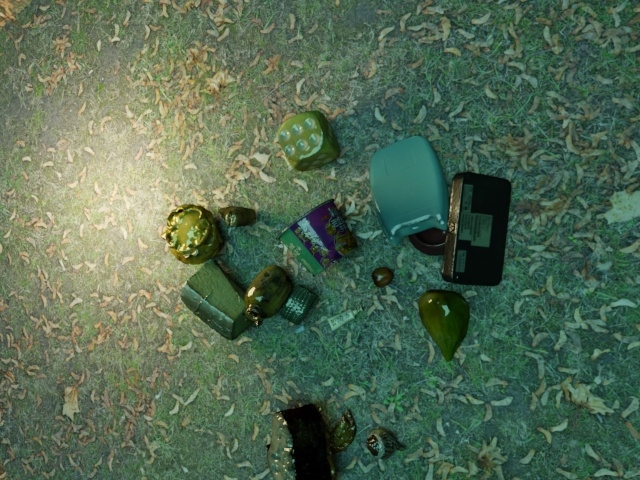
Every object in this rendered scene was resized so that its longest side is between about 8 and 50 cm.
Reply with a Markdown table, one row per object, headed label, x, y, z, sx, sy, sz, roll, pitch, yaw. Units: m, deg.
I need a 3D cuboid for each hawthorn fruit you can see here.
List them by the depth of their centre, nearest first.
| label | x | y | z | sx | sy | sz | roll | pitch | yaw |
| --- | --- | --- | --- | --- | --- | --- | --- | --- | --- |
| hawthorn fruit | 0.217 | 0.128 | 1.588 | 0.077 | 0.077 | 0.077 | 0 | 89 | 19 |

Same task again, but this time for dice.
| label | x | y | z | sx | sy | sz | roll | pitch | yaw |
| --- | --- | --- | --- | --- | --- | --- | --- | --- | --- |
| dice | -0.042 | -0.357 | 1.634 | 0.169 | 0.169 | 0.166 | -22 | 82 | 17 |

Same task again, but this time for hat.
| label | x | y | z | sx | sy | sz | roll | pitch | yaw |
| --- | --- | --- | --- | --- | --- | --- | --- | --- | --- |
| hat | 0.392 | -0.046 | 1.516 | 0.206 | 0.089 | 0.205 | -6 | 75 | 25 |

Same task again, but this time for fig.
| label | x | y | z | sx | sy | sz | roll | pitch | yaw |
| --- | --- | --- | --- | --- | --- | --- | --- | --- | --- |
| fig | 0.417 | 0.257 | 1.473 | 0.167 | 0.167 | 0.233 | -30 | 102 | 16 |

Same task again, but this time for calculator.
| label | x | y | z | sx | sy | sz | roll | pitch | yaw |
| --- | --- | --- | --- | --- | --- | --- | --- | --- | --- |
| calculator | 0.290 | -0.188 | 1.533 | 0.256 | 0.054 | 0.385 | -19 | 63 | 23 |

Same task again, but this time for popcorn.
| label | x | y | z | sx | sy | sz | roll | pitch | yaw |
| --- | --- | --- | --- | --- | --- | --- | --- | --- | --- |
| popcorn | -0.509 | -0.023 | 1.781 | 0.251 | 0.190 | 0.249 | -5 | 80 | 26 |

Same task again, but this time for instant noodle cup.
| label | x | y | z | sx | sy | sz | roll | pitch | yaw |
| --- | --- | --- | --- | --- | --- | --- | --- | --- | --- |
| instant noodle cup | 0.000 | 0.000 | 1.587 | 0.251 | 0.251 | 0.190 | -36 | 87 | 15 |

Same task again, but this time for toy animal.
| label | x | y | z | sx | sy | sz | roll | pitch | yaw |
| --- | --- | --- | --- | --- | --- | --- | --- | --- | --- |
| toy animal | 0.223 | 0.708 | 1.557 | 0.138 | 0.098 | 0.098 | 13 | 93 | 19 |

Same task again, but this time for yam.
| label | x | y | z | sx | sy | sz | roll | pitch | yaw |
| --- | --- | --- | --- | --- | --- | --- | --- | --- | --- |
| yam | -0.375 | 0.240 | 1.727 | 0.271 | 0.202 | 0.201 | 33 | 143 | 17 |

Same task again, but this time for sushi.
| label | x | y | z | sx | sy | sz | roll | pitch | yaw |
| --- | --- | --- | --- | --- | --- | --- | --- | --- | --- |
| sushi | -0.072 | 0.759 | 1.602 | 0.234 | 0.208 | 0.348 | -12 | 82 | 59 |

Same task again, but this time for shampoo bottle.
| label | x | y | z | sx | sy | sz | roll | pitch | yaw |
| --- | --- | --- | --- | --- | --- | --- | --- | --- | --- |
| shampoo bottle | 0.094 | 0.278 | 1.644 | 0.141 | 0.034 | 0.048 | -29 | 73 | 16 |

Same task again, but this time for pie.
| label | x | y | z | sx | sy | sz | roll | pitch | yaw |
| --- | --- | --- | --- | --- | --- | --- | --- | --- | --- |
| pie | 0.076 | 0.709 | 1.643 | 0.088 | 0.033 | 0.191 | 36 | 102 | 9 |

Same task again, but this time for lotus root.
| label | x | y | z | sx | sy | sz | roll | pitch | yaw |
| --- | --- | --- | --- | --- | --- | --- | --- | --- | --- |
| lotus root | -0.203 | 0.207 | 1.637 | 0.154 | 0.278 | 0.154 | 14 | 136 | 14 |

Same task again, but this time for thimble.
| label | x | y | z | sx | sy | sz | roll | pitch | yaw |
| --- | --- | --- | --- | --- | --- | --- | --- | --- | --- |
| thimble | -0.081 | 0.236 | 1.659 | 0.090 | 0.118 | 0.135 | 31 | 82 | 2 |

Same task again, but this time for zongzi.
| label | x | y | z | sx | sy | sz | roll | pitch | yaw |
| --- | --- | --- | --- | --- | --- | --- | --- | --- | --- |
| zongzi | -0.358 | -0.098 | 1.744 | 0.176 | 0.160 | 0.078 | 13 | 97 | 18 |

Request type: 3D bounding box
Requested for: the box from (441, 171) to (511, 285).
| label | x | y | z | sx | sy | sz | roll | pitch | yaw |
| --- | --- | --- | --- | --- | --- | --- | --- | --- | --- |
| box | 0.498 | -0.032 | 1.436 | 0.212 | 0.058 | 0.349 | 4 | 91 | -23 |
